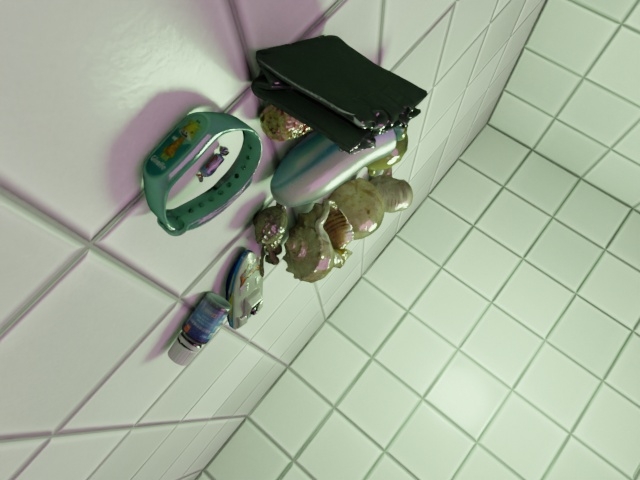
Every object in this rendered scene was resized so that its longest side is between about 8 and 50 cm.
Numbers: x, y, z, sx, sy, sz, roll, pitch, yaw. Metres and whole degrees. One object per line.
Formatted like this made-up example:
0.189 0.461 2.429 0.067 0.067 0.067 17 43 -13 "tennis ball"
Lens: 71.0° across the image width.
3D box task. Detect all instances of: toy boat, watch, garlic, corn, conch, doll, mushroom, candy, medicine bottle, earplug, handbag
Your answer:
-0.215 0.134 1.295 0.129 0.088 0.295 -41 153 -40 "toy boat"
-0.207 -0.117 0.781 0.237 0.068 0.195 -50 158 -7 "watch"
0.270 -0.222 1.799 0.219 0.219 0.211 -24 118 -60 "garlic"
-0.026 -0.275 0.951 0.253 0.086 0.086 -38 158 -47 "corn"
-0.010 -0.003 1.407 0.324 0.187 0.262 5 103 -70 "conch"
0.183 -0.317 1.317 0.260 0.162 0.176 82 26 -67 "doll"
0.126 -0.089 1.607 0.254 0.189 0.195 -38 158 -28 "mushroom"
-0.203 -0.145 0.844 0.083 0.020 0.030 -49 148 -8 "candy"
-0.328 0.239 1.208 0.203 0.084 0.083 -54 165 5 "medicine bottle"
-0.132 -0.015 1.243 0.202 0.091 0.286 -63 173 6 "doll"
0.012 -0.199 1.095 0.324 0.185 0.185 -41 161 -20 "earplug"
0.039 -0.273 0.814 0.248 0.260 0.079 -35 155 -43 "handbag"
